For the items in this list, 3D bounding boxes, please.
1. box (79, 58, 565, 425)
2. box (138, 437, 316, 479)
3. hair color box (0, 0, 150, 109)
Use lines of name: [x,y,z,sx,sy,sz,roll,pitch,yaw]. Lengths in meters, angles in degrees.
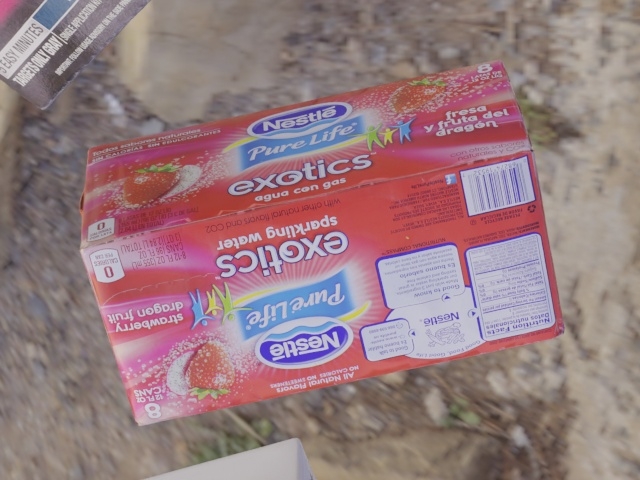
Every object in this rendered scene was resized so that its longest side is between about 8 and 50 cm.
box: [0.000,0.000,1.137,0.256,0.123,0.128,-13,120,3]
box: [-0.140,0.301,1.309,0.345,0.168,0.215,-16,122,9]
hair color box: [-0.211,-0.225,0.889,0.347,0.174,0.105,37,56,-13]
